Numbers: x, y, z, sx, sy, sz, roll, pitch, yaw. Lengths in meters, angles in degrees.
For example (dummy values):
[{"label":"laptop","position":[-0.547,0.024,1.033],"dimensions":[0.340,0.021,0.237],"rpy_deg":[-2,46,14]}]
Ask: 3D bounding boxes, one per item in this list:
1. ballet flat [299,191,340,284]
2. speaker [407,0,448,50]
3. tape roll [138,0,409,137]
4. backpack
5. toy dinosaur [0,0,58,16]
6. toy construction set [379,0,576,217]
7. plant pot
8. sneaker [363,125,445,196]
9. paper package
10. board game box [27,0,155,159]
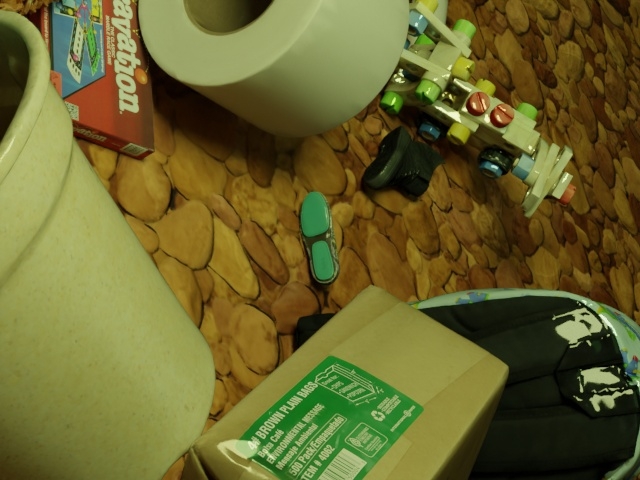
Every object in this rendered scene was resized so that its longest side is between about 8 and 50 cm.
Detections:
[{"label":"ballet flat","position":[0.000,0.000,1.482],"dimensions":[0.041,0.041,0.114],"rpy_deg":[14,60,-48]},{"label":"speaker","position":[0.152,-0.302,1.822],"dimensions":[0.055,0.055,0.136],"rpy_deg":[39,43,-32]},{"label":"tape roll","position":[-0.048,-0.250,1.355],"dimensions":[0.169,0.246,0.246],"rpy_deg":[26,51,-55]},{"label":"backpack","position":[0.184,0.178,1.342],"dimensions":[0.273,0.355,0.290],"rpy_deg":[12,61,-50]},{"label":"toy dinosaur","position":[-0.354,-0.259,1.116],"dimensions":[0.322,0.164,0.218],"rpy_deg":[6,80,-70]},{"label":"toy construction set","position":[0.213,-0.171,1.681],"dimensions":[0.328,0.215,0.151],"rpy_deg":[44,73,2]},{"label":"plant pot","position":[-0.246,0.058,0.925],"dimensions":[0.305,0.334,0.334],"rpy_deg":[53,37,-36]},{"label":"sneaker","position":[0.112,-0.091,1.655],"dimensions":[0.089,0.051,0.170],"rpy_deg":[51,31,-16]},{"label":"paper package","position":[0.004,0.245,1.094],"dimensions":[0.168,0.309,0.325],"rpy_deg":[26,30,17]},{"label":"board game box","position":[-0.238,-0.232,1.309],"dimensions":[0.145,0.027,0.281],"rpy_deg":[20,56,-47]}]
